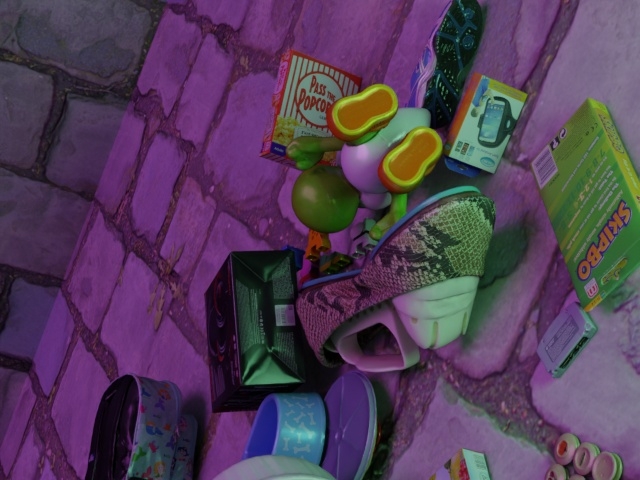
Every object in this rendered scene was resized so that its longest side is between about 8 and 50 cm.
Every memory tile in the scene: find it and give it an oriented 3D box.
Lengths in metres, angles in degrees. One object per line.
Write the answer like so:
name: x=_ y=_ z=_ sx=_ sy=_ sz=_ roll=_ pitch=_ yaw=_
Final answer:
memory tile: x=0.277 y=0.294 z=1.286 sx=0.113 sy=0.012 sz=0.148 roll=20 pitch=91 yaw=64

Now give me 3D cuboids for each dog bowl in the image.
dog bowl: x=-0.078 y=0.373 z=1.819 sx=0.166 sy=0.074 sz=0.297 roll=-129 pitch=55 yaw=-68

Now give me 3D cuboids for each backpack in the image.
backpack: x=-0.349 y=0.388 z=2.239 sx=0.225 sy=0.191 sz=0.254 roll=-31 pitch=54 yaw=50

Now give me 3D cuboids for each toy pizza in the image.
toy pizza: x=0.041 y=0.293 z=1.718 sx=0.201 sy=0.032 sz=0.201 roll=-48 pitch=33 yaw=48

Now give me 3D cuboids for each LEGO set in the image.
LEGO set: x=0.000 y=0.000 z=1.928 sx=0.227 sy=0.087 sz=0.093 roll=-35 pitch=45 yaw=49

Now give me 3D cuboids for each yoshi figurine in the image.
yoshi figurine: x=0.047 y=-0.091 z=1.721 sx=0.362 sy=0.203 sz=0.204 roll=121 pitch=153 yaw=-77

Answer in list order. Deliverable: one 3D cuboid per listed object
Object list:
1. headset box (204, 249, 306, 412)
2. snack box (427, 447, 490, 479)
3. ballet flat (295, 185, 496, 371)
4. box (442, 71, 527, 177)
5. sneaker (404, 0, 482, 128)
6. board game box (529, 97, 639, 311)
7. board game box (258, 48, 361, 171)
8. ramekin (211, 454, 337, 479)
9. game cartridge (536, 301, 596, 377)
headset box: x=-0.118 y=0.160 z=1.922 sx=0.293 sy=0.110 sz=0.218 roll=131 pitch=136 yaw=-67
snack box: x=0.174 y=0.343 z=1.426 sx=0.100 sy=0.037 sz=0.141 roll=-53 pitch=32 yaw=36
ballet flat: x=0.113 y=0.085 z=1.616 sx=0.483 sy=0.164 sz=0.182 roll=-36 pitch=65 yaw=58
box: x=0.223 y=-0.154 z=1.598 sx=0.028 sy=0.081 sz=0.136 roll=33 pitch=104 yaw=63
sneaker: x=0.179 y=-0.278 z=1.762 sx=0.081 sy=0.080 sz=0.211 roll=28 pitch=97 yaw=60
board game box: x=0.326 y=-0.042 z=1.380 sx=0.124 sy=0.039 sz=0.259 roll=-52 pitch=30 yaw=36
board game box: x=-0.016 y=-0.218 z=2.029 sx=0.045 sy=0.146 sz=0.194 roll=-13 pitch=63 yaw=61
ramekin: x=-0.059 y=0.427 z=1.573 sx=0.277 sy=0.277 sz=0.135 roll=-70 pitch=19 yaw=4
game cartridge: x=0.290 y=0.116 z=1.372 sx=0.083 sy=0.017 sz=0.056 roll=-58 pitch=33 yaw=27
